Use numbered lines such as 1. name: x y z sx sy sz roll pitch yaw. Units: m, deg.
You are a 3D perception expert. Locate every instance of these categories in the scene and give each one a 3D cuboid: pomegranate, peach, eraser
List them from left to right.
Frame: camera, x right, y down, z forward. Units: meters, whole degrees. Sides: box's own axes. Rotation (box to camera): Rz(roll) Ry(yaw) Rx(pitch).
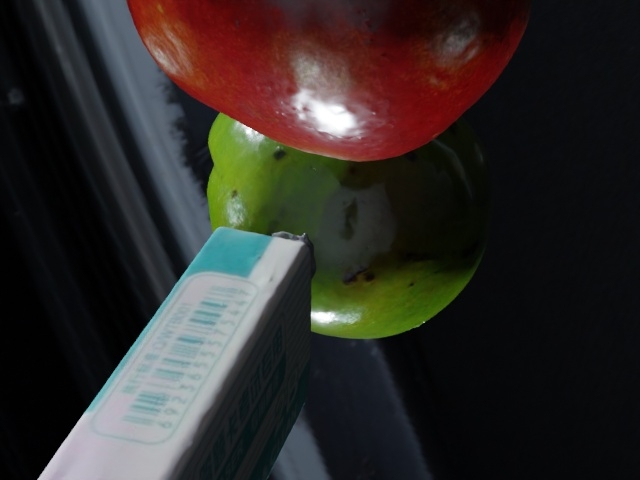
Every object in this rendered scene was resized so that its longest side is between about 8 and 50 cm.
1. eraser: -0.058 0.089 0.537 0.052 0.225 0.095 11 -57 12
2. pomegranate: 0.000 0.000 1.074 0.236 0.236 0.302 38 -68 9
3. peach: 0.000 -0.154 0.749 0.244 0.199 0.243 4 -67 10
